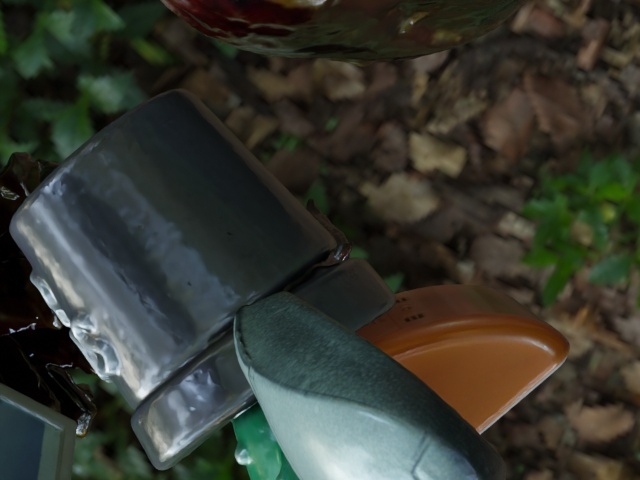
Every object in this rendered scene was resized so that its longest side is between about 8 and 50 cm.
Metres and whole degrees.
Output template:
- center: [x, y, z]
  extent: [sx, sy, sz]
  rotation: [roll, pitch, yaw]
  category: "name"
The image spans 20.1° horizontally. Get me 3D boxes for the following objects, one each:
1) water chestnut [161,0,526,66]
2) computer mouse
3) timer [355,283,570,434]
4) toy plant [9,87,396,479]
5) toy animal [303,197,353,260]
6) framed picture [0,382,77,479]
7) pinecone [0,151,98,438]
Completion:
- center: [0.001, -0.267, 1.141]
  extent: [0.335, 0.335, 0.347]
  rotation: [53, 160, -18]
  category: "water chestnut"
- center: [0.011, 0.088, 0.862]
  extent: [0.113, 0.068, 0.229]
  rotation: [46, 173, -19]
  category: "computer mouse"
- center: [0.127, 0.137, 1.948]
  extent: [0.250, 0.257, 0.161]
  rotation: [-25, 100, -3]
  category: "timer"
- center: [-0.020, 0.106, 1.135]
  extent: [0.400, 0.185, 0.279]
  rotation: [52, 154, 4]
  category: "toy plant"
- center: [-0.002, 0.009, 1.904]
  extent: [0.070, 0.202, 0.105]
  rotation: [3, 93, -16]
  category: "toy animal"
- center: [-0.156, 0.113, 0.773]
  extent: [0.109, 0.149, 0.011]
  rotation: [31, 125, -27]
  category: "framed picture"
- center: [-0.356, 0.062, 1.633]
  extent: [0.398, 0.397, 0.397]
  rotation: [14, 130, 17]
  category: "pinecone"
